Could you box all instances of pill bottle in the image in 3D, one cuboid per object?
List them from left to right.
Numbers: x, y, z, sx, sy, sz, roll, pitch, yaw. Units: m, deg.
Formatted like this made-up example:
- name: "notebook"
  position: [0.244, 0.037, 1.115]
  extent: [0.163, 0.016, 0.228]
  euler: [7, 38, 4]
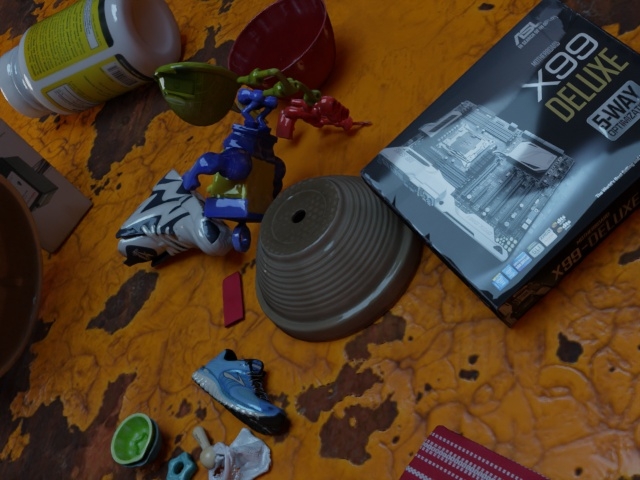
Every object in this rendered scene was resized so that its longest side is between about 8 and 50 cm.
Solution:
- name: "pill bottle"
  position: [-0.446, -0.351, 1.695]
  extent: [0.333, 0.188, 0.188]
  euler: [-16, 49, 27]

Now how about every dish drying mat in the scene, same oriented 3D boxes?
- name: "dish drying mat"
  position: [-0.121, 0.081, 1.227]
  extent: [0.032, 0.008, 0.083]
  euler: [-28, 45, 19]

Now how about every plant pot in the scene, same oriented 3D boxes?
- name: "plant pot"
  position: [-0.653, 0.054, 1.365]
  extent: [0.305, 0.334, 0.334]
  euler: [-1, 56, 18]
- name: "plant pot"
  position: [0.000, 0.000, 1.124]
  extent: [0.237, 0.110, 0.237]
  euler: [-21, 47, 25]

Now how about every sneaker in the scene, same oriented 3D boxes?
- name: "sneaker"
  position: [-0.223, -0.002, 1.311]
  extent: [0.153, 0.094, 0.235]
  euler: [-45, 42, 0]
- name: "sneaker"
  position: [-0.093, 0.176, 1.089]
  extent: [0.073, 0.063, 0.162]
  euler: [-50, 42, -12]

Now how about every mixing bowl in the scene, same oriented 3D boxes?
- name: "mixing bowl"
  position: [-0.044, -0.286, 1.396]
  extent: [0.181, 0.098, 0.181]
  euler: [-22, 46, 24]

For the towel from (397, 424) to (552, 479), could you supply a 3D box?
- name: "towel"
  position: [0.110, 0.324, 0.835]
  extent: [0.198, 0.031, 0.275]
  euler: [19, 68, 47]

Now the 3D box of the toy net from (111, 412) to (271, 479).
- name: "toy net"
  position: [-0.166, 0.274, 1.078]
  extent: [0.232, 0.045, 0.122]
  euler: [-7, 53, 34]

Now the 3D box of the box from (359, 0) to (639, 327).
- name: "box"
  position: [0.235, -0.095, 0.997]
  extent: [0.307, 0.076, 0.242]
  euler: [-43, 58, 2]

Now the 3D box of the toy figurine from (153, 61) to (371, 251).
- name: "toy figurine"
  position: [-0.081, -0.089, 1.165]
  extent: [0.191, 0.362, 0.217]
  euler: [10, 91, 18]

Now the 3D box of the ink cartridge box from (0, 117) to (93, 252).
- name: "ink cartridge box"
  position: [-0.564, -0.126, 1.532]
  extent: [0.211, 0.289, 0.122]
  euler: [21, 69, 45]
